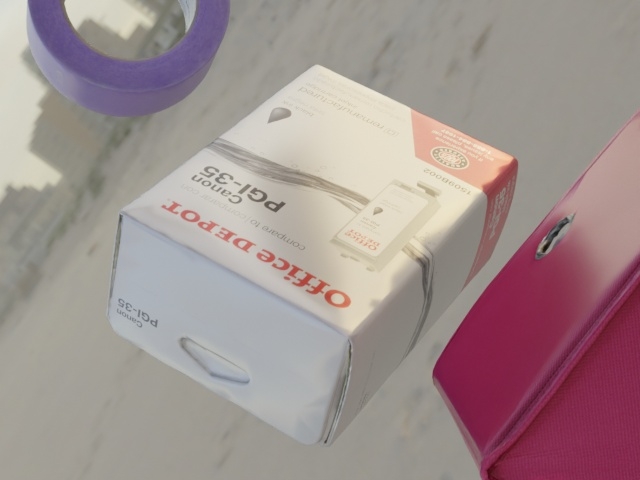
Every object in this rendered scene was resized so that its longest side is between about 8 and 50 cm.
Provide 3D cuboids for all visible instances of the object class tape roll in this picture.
[{"bbox_3d":[-0.185,-0.219,1.255,0.189,0.189,0.080,-56,4,-18],"label":"tape roll"}]

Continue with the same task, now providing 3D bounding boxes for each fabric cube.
[{"bbox_3d":[0.242,0.081,0.751,0.254,0.259,0.258,-52,2,3],"label":"fabric cube"}]

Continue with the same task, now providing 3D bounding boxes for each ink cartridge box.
[{"bbox_3d":[0.000,0.000,1.033,0.283,0.207,0.117,-44,-25,-46],"label":"ink cartridge box"}]
